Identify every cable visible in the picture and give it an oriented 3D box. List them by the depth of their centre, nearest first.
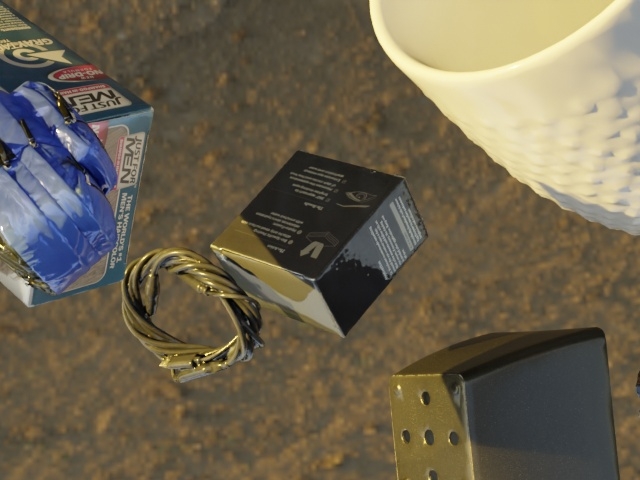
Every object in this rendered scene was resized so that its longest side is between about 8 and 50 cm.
[{"bbox_3d":[-0.134,0.073,1.473,0.184,0.150,0.047,-21,-172,44],"label":"cable"}]

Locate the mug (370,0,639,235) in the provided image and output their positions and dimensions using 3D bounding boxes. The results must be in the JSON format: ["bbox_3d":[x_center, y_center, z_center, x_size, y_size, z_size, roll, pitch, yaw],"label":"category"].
[{"bbox_3d":[0.279,-0.182,1.087,0.374,0.276,0.328,-40,132,13],"label":"mug"}]

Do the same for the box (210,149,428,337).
[{"bbox_3d":[0.000,0.000,1.466,0.156,0.158,0.093,18,146,41],"label":"box"}]

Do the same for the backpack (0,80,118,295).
[{"bbox_3d":[-0.181,-0.034,0.886,0.101,0.120,0.098,-38,159,-2],"label":"backpack"}]

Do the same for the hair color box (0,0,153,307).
[{"bbox_3d":[-0.304,-0.109,1.229,0.105,0.347,0.173,-18,132,-43],"label":"hair color box"}]

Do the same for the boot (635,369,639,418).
[{"bbox_3d":[0.389,0.145,1.573,0.037,0.114,0.106,7,144,25],"label":"boot"}]

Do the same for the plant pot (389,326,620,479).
[{"bbox_3d":[0.177,0.191,1.426,0.167,0.188,0.187,-2,176,-33],"label":"plant pot"}]
